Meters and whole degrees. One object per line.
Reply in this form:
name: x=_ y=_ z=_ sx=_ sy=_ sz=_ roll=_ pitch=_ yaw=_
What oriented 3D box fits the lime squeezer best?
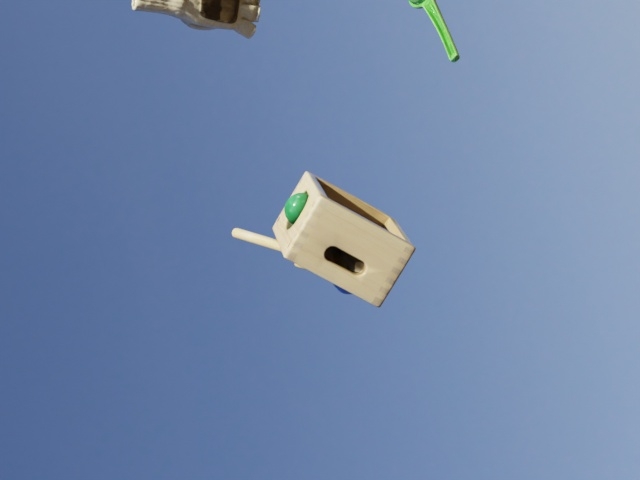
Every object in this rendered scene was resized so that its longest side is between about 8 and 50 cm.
lime squeezer: x=0.122 y=-0.385 z=2.173 sx=0.310 sy=0.059 sz=0.110 roll=52 pitch=-166 yaw=8

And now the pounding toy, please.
pounding toy: x=0.000 y=0.000 z=1.510 sx=0.141 sy=0.100 sz=0.130 roll=28 pitch=-170 yaw=-14

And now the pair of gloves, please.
pair of gloves: x=-0.160 y=-0.428 z=2.200 sx=0.204 sy=0.042 sz=0.240 roll=13 pitch=-90 yaw=-30
